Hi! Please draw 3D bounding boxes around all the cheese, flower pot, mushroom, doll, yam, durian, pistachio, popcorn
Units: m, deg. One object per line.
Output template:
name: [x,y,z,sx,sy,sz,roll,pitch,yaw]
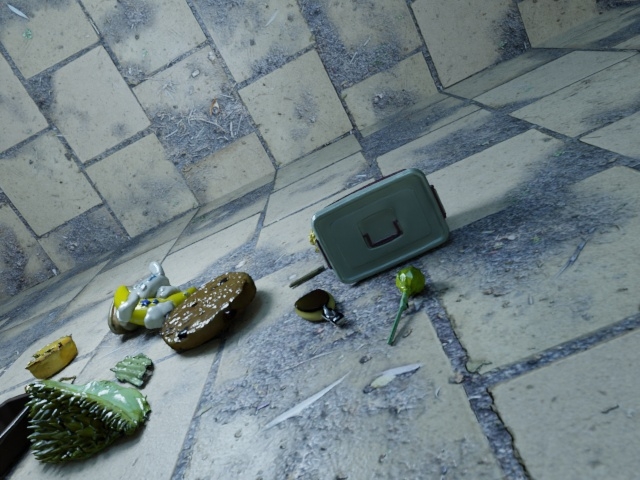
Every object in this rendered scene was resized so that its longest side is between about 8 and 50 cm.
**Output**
cheese: [0.006,0.148,1.091,0.086,0.036,0.162,-31,20,-19]
flower pot: [-0.758,0.476,1.190,0.179,0.084,0.251,-20,21,18]
mushroom: [-0.692,0.374,1.314,0.026,0.028,0.286,8,-11,-2]
doll: [-0.500,0.165,1.519,0.237,0.111,0.252,15,35,24]
yam: [-0.035,0.094,1.317,0.107,0.014,0.014,-30,19,-8]
durian: [-0.522,0.393,1.121,0.394,0.163,0.198,-6,-11,37]
pistachio: [-0.601,0.219,1.577,0.124,0.124,0.185,-25,26,7]
popcorn: [0.000,0.000,1.442,0.084,0.084,0.084,-24,19,9]

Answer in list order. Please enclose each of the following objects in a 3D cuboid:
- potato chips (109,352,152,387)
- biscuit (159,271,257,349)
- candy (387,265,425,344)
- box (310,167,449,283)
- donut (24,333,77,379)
potato chips: [-0.469,0.322,1.283,0.207,0.028,0.092,-5,30,50]
biscuit: [-0.290,0.185,1.327,0.296,0.075,0.296,-28,21,12]
candy: [0.154,0.122,0.960,0.058,0.062,0.194,24,46,7]
box: [0.137,-0.044,1.200,0.294,0.193,0.167,-25,11,9]
donut: [-0.840,0.364,1.601,0.146,0.078,0.181,-33,14,-18]
